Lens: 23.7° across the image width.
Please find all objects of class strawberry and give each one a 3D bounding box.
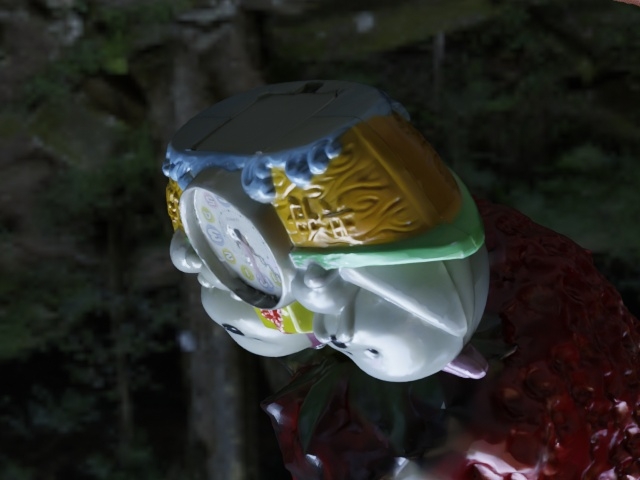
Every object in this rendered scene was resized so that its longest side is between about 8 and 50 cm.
[{"bbox_3d":[0.118,0.128,1.194,0.291,0.292,0.310,3,151,29],"label":"strawberry"}]

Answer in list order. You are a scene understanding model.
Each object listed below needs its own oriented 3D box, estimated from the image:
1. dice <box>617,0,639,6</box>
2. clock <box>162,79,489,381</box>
[{"bbox_3d":[0.250,-0.284,1.204,0.175,0.174,0.179,-3,-156,-33],"label":"dice"},{"bbox_3d":[0.000,0.000,0.739,0.103,0.144,0.231,-37,-156,-26],"label":"clock"}]
